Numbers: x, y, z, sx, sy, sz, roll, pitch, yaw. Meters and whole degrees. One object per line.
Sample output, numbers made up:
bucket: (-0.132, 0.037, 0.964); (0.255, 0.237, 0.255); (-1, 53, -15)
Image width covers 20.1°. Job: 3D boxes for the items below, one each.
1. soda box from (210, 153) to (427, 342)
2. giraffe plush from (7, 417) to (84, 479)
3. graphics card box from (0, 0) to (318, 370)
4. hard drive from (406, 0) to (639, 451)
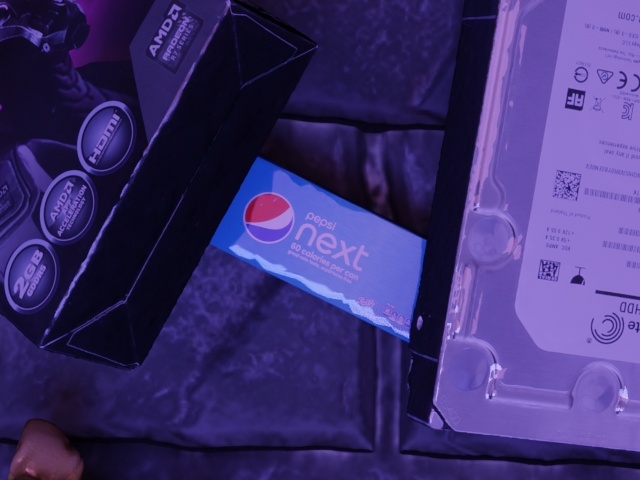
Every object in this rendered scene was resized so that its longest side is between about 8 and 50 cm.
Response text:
soda box: (0.000, 0.000, 1.267); (0.210, 0.067, 0.071); (26, 93, -1)
giraffe plush: (-0.144, 0.238, 1.229); (0.170, 0.210, 0.181); (16, 68, -5)
graphics card box: (-0.195, -0.108, 1.146); (0.371, 0.094, 0.233); (36, 99, 37)
hard drive: (0.195, -0.029, 1.227); (0.236, 0.064, 0.339); (9, 93, -20)
